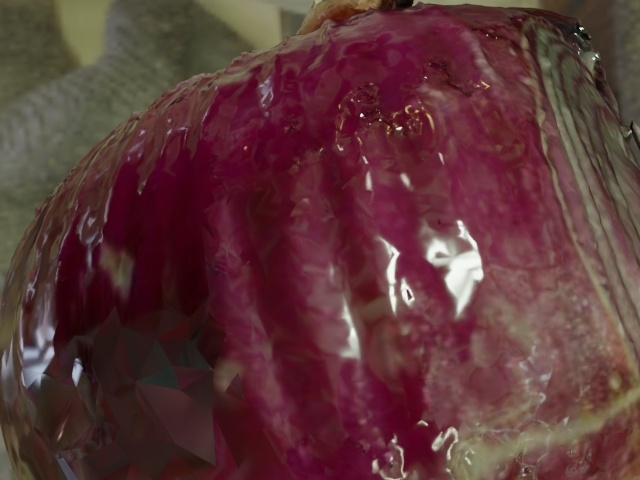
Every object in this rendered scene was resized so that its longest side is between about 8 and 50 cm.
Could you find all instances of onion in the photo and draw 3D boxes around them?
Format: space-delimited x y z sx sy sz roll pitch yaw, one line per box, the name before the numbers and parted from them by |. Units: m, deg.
onion | 0.003 0.030 0.570 0.272 0.230 0.256 49 122 16
